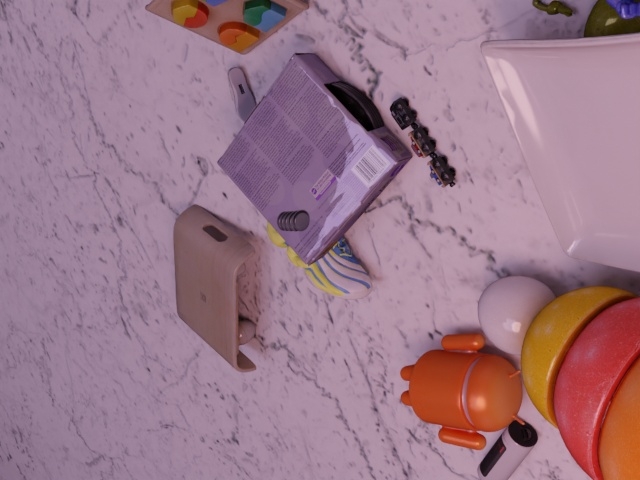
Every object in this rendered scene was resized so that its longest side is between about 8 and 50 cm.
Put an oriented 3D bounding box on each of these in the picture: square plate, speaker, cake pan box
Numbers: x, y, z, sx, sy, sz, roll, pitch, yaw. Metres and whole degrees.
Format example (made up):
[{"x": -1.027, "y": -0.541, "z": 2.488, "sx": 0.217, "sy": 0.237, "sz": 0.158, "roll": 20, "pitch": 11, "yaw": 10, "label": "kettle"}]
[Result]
[{"x": 0.379, "y": -0.100, "z": 1.040, "sx": 0.344, "sy": 0.049, "sz": 0.347, "roll": 14, "pitch": 139, "yaw": 56, "label": "square plate"}, {"x": 0.315, "y": 0.361, "z": 1.471, "sx": 0.055, "sy": 0.055, "sz": 0.136, "roll": 39, "pitch": 136, "yaw": 19, "label": "speaker"}, {"x": -0.015, "y": -0.135, "z": 1.421, "sx": 0.246, "sy": 0.070, "sz": 0.267, "roll": 46, "pitch": 121, "yaw": 11, "label": "cake pan box"}]

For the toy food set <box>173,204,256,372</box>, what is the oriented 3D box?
[{"x": -0.205, "y": 0.101, "z": 1.798, "sx": 0.220, "sy": 0.092, "sz": 0.306, "roll": 35, "pitch": 134, "yaw": 39, "label": "toy food set"}]

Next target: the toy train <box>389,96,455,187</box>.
[{"x": 0.155, "y": -0.146, "z": 1.330, "sx": 0.158, "sy": 0.027, "sz": 0.036, "roll": 56, "pitch": 142, "yaw": 1, "label": "toy train"}]

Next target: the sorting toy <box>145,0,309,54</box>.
[{"x": -0.151, "y": -0.365, "z": 1.385, "sx": 0.208, "sy": 0.193, "sz": 0.038, "roll": -18, "pitch": 61, "yaw": 50, "label": "sorting toy"}]

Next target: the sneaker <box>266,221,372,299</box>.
[{"x": 0.000, "y": 0.000, "z": 1.521, "sx": 0.240, "sy": 0.091, "sz": 0.126, "roll": 35, "pitch": 134, "yaw": 24, "label": "sneaker"}]

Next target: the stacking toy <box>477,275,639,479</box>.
[{"x": 0.383, "y": 0.169, "z": 1.151, "sx": 0.480, "sy": 0.350, "sz": 0.351, "roll": 34, "pitch": 136, "yaw": 46, "label": "stacking toy"}]

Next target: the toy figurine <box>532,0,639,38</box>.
[{"x": 0.310, "y": -0.332, "z": 0.923, "sx": 0.191, "sy": 0.217, "sz": 0.362, "roll": 40, "pitch": 136, "yaw": 18, "label": "toy figurine"}]

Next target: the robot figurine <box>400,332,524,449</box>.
[{"x": 0.234, "y": 0.246, "z": 1.422, "sx": 0.219, "sy": 0.158, "sz": 0.128, "roll": -2, "pitch": 142, "yaw": 44, "label": "robot figurine"}]

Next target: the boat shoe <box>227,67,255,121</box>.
[{"x": -0.143, "y": -0.259, "z": 1.546, "sx": 0.035, "sy": 0.035, "sz": 0.100, "roll": 33, "pitch": 145, "yaw": 64, "label": "boat shoe"}]
